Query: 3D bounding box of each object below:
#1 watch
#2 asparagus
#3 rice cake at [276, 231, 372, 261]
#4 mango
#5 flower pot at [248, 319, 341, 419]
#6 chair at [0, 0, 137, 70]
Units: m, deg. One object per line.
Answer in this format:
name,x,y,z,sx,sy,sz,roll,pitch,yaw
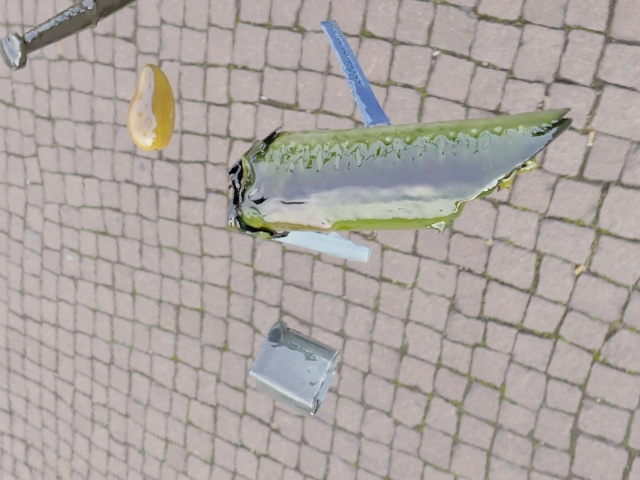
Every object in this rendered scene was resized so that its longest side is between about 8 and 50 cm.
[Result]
watch,0.072,-0.285,1.394,0.274,0.068,0.276,-122,25,-47
asparagus,0.071,-0.067,0.717,0.382,0.108,0.128,-1,85,26
rice cake,0.000,0.000,1.149,0.180,0.030,0.042,14,88,8
mango,-0.351,-0.274,1.387,0.085,0.102,0.184,-11,74,34
flower pot,-0.036,0.203,1.033,0.108,0.229,0.103,26,71,8
chair,-0.156,-0.433,0.577,0.362,0.410,0.365,46,138,22
